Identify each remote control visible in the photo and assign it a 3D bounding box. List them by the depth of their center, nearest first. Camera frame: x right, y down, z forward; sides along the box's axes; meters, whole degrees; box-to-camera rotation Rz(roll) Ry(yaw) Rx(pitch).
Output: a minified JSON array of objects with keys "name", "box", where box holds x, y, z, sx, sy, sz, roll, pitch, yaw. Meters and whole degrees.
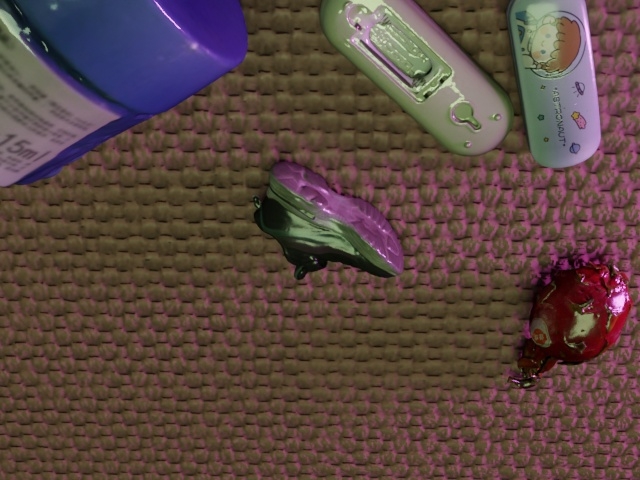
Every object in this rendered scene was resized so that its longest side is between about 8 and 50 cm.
[{"name":"remote control","box":[0.091,-0.159,0.810,0.221,0.042,0.078,39,112,-18]}]

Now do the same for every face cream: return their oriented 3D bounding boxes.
[{"name":"face cream","box":[-0.214,-0.191,0.682,0.225,0.249,0.249,-26,116,16]}]

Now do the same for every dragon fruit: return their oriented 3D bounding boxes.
[{"name":"dragon fruit","box":[0.251,0.102,0.926,0.094,0.094,0.190,22,126,-10]}]

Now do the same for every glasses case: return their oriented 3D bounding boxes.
[{"name":"glasses case","box":[0.216,-0.150,0.810,0.067,0.045,0.178,-13,118,8]}]

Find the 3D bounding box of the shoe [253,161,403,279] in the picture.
[{"name":"shoe","box":[0.000,0.000,0.889,0.169,0.071,0.099,33,118,-12]}]
